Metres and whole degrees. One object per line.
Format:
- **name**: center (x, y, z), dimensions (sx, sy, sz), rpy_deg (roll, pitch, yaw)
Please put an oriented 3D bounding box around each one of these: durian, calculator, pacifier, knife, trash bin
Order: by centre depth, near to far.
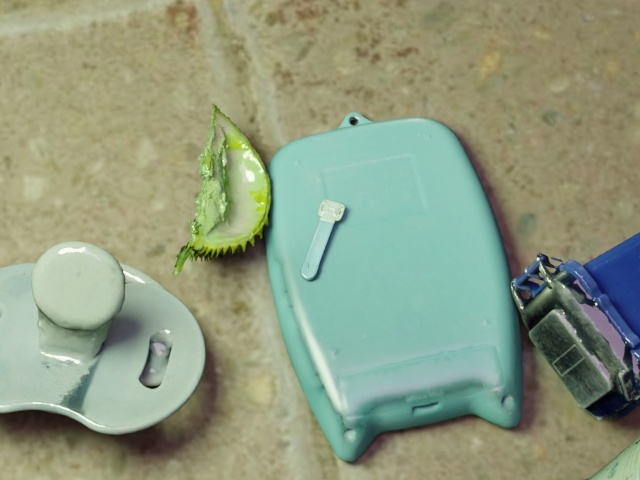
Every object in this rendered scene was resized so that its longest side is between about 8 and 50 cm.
- **pacifier**: center (-0.250, 0.071, 1.952), dimensions (0.279, 0.207, 0.227), rpy_deg (10, 51, 2)
- **trash bin**: center (0.337, 0.052, 1.992), dimensions (0.234, 0.162, 0.184), rpy_deg (-33, 82, -18)
- **knife**: center (0.000, 0.000, 2.037), dimensions (0.027, 0.010, 0.096), rpy_deg (17, 67, 8)
- **durian**: center (-0.112, -0.038, 2.041), dimensions (0.086, 0.100, 0.215), rpy_deg (-14, 52, 29)
- **calculator**: center (0.074, 0.031, 2.055), dimensions (0.256, 0.054, 0.386), rpy_deg (-11, 65, -5)

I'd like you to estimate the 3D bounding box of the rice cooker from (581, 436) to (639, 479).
- **rice cooker**: center (0.348, 0.306, 1.830), dimensions (0.316, 0.317, 0.264), rpy_deg (9, 50, 2)
